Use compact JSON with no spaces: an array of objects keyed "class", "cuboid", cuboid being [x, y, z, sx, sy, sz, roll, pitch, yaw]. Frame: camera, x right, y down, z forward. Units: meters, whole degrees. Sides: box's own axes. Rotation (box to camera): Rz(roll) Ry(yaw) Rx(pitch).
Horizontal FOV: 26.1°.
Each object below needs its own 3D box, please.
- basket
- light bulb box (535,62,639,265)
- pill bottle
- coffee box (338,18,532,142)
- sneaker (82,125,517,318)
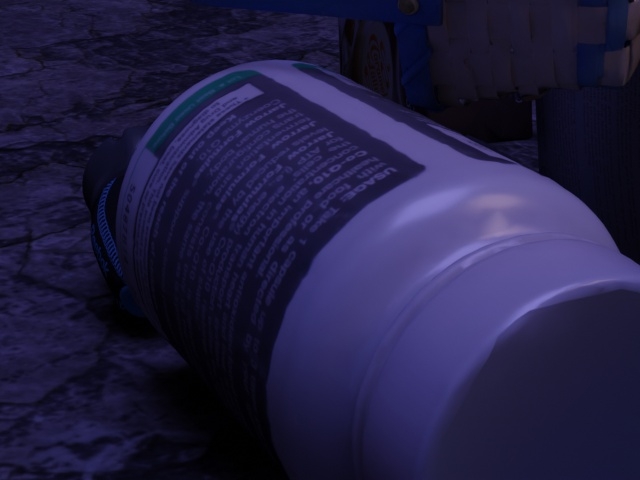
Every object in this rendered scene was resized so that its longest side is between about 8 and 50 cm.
[{"class":"basket","cuboid":[0.084,-0.200,0.885,0.289,0.201,0.255,15,41,22]},{"class":"light bulb box","cuboid":[0.384,-0.110,1.062,0.357,0.225,0.361,-10,19,-7]},{"class":"pill bottle","cuboid":[0.036,0.036,0.749,0.204,0.204,0.361,-8,23,-24]},{"class":"coffee box","cuboid":[0.097,-0.154,1.253,0.098,0.141,0.246,-4,3,-16]},{"class":"sneaker","cuboid":[0.000,0.000,1.017,0.340,0.125,0.140,-2,46,-13]}]
